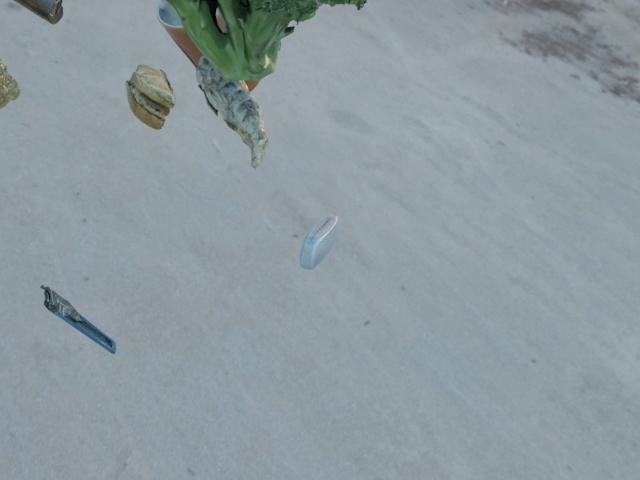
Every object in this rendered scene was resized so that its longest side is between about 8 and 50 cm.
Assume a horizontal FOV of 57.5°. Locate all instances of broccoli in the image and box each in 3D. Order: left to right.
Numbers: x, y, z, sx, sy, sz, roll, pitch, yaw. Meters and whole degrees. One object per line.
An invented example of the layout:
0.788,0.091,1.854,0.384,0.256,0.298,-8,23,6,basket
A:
-0.076,-0.330,0.683,0.307,0.275,0.308,1,50,-2,broccoli

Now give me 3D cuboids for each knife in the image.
-0.498,0.174,1.223,0.026,0.296,0.044,-19,58,0,knife

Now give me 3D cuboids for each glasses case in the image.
0.000,0.000,1.125,0.045,0.067,0.178,17,23,12,glasses case

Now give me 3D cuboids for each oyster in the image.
-0.130,-0.225,0.955,0.200,0.061,0.106,49,58,1,oyster

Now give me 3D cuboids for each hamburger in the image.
-0.508,-0.422,1.710,0.130,0.124,0.262,16,26,-34,hamburger

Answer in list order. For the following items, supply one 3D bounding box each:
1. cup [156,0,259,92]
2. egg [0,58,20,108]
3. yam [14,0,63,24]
-0.214,-0.462,1.306,0.226,0.264,0.182,-26,55,0,cup
-0.460,-0.200,0.730,0.140,0.118,0.116,-16,36,1,egg
-0.481,-0.375,0.740,0.326,0.045,0.045,29,7,-5,yam
